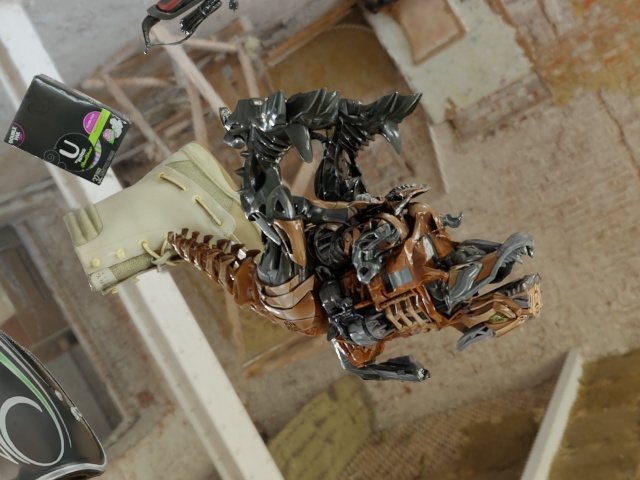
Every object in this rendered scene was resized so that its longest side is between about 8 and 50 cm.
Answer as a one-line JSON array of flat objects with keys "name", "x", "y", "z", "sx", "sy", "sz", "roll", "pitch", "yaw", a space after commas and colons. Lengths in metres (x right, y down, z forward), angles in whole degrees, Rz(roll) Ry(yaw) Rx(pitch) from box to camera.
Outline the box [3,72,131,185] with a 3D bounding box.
[{"name": "box", "x": -0.210, "y": -0.094, "z": 0.632, "sx": 0.062, "sy": 0.083, "sz": 0.052, "roll": -62, "pitch": -162, "yaw": 5}]

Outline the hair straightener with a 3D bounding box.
[{"name": "hair straightener", "x": -0.133, "y": -0.309, "z": 0.958, "sx": 0.230, "sy": 0.047, "sz": 0.089, "roll": -40, "pitch": 144, "yaw": 7}]

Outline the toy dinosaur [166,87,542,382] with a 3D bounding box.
[{"name": "toy dinosaur", "x": 0.000, "y": 0.000, "z": 0.576, "sx": 0.321, "sy": 0.219, "sz": 0.164, "roll": -2, "pitch": -172, "yaw": 15}]

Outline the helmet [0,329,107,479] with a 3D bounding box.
[{"name": "helmet", "x": -0.210, "y": 0.108, "z": 0.376, "sx": 0.169, "sy": 0.161, "sz": 0.169, "roll": -46, "pitch": 162, "yaw": -20}]

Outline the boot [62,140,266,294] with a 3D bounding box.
[{"name": "boot", "x": -0.166, "y": 0.013, "z": 0.872, "sx": 0.203, "sy": 0.262, "sz": 0.095, "roll": -31, "pitch": 149, "yaw": -17}]
